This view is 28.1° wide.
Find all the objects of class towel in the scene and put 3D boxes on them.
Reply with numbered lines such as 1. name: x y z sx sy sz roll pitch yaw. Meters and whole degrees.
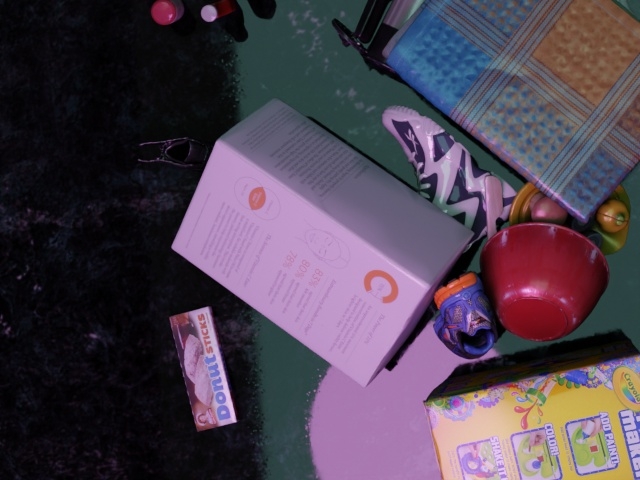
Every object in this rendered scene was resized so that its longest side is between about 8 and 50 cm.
1. towel: 0.302 -0.238 1.744 0.370 0.040 0.271 41 90 9

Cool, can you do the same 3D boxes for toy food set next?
1. toy food set: -0.179 -0.378 1.879 0.232 0.104 0.111 -12 105 12
2. toy food set: 0.338 -0.026 1.773 0.217 0.071 0.128 -1 108 -9

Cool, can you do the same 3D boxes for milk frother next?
1. milk frother: 0.100 -0.317 1.819 0.129 0.143 0.135 28 96 17

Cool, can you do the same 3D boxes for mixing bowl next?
1. mixing bowl: 0.299 0.073 1.748 0.181 0.181 0.098 11 47 11

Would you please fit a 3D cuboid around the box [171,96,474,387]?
1. box: 0.000 0.000 1.777 0.345 0.168 0.215 36 129 9

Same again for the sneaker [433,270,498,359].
1. sneaker: 0.204 0.125 1.757 0.083 0.221 0.087 -25 64 2

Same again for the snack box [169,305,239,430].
1. snack box: -0.175 0.193 1.923 0.064 0.022 0.178 -15 86 9

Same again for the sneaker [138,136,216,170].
1. sneaker: -0.178 -0.125 1.896 0.170 0.089 0.051 4 90 11

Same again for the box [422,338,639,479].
1. box: 0.304 0.251 1.696 0.279 0.290 0.177 -14 86 11

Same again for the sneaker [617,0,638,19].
1. sneaker: 0.444 -0.265 1.798 0.094 0.080 0.212 -12 86 -8

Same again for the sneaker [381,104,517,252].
1. sneaker: 0.151 -0.075 1.829 0.235 0.094 0.153 40 88 -1
